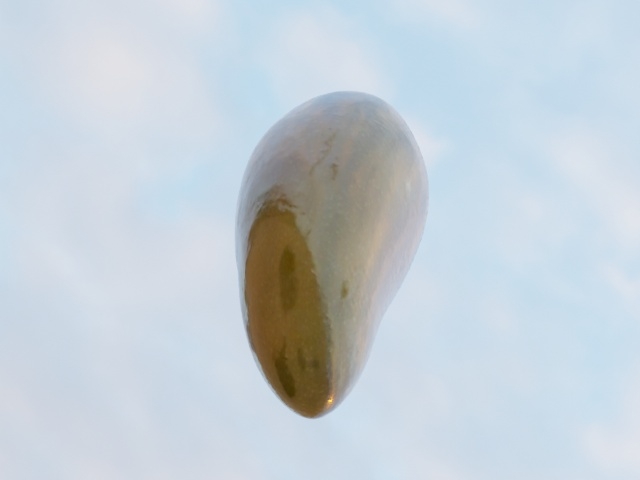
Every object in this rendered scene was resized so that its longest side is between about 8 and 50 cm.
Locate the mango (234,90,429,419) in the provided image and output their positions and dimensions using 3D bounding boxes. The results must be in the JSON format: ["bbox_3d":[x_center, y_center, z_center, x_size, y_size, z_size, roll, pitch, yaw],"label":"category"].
[{"bbox_3d":[0.000,0.000,0.780,0.085,0.184,0.102,4,-54,13],"label":"mango"}]
